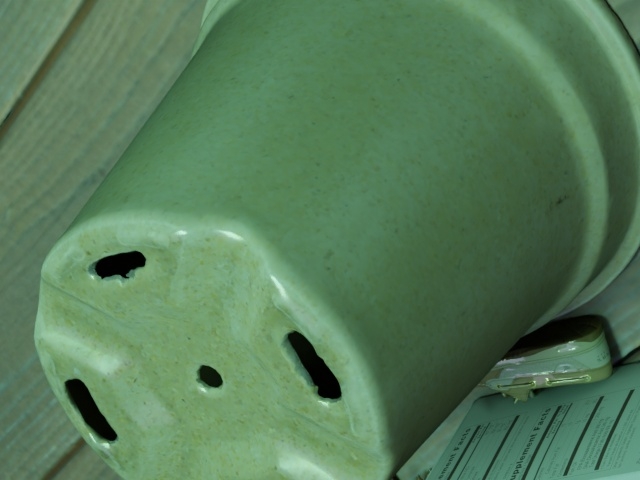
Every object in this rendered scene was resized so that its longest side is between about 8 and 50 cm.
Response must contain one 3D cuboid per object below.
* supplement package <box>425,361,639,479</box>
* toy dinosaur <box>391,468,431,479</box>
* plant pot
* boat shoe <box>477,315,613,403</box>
[{"bbox_3d":[0.206,0.174,1.109,0.244,0.134,0.139,-17,112,39],"label":"supplement package"},{"bbox_3d":[0.033,0.205,1.307,0.112,0.064,0.211,4,131,44],"label":"toy dinosaur"},{"bbox_3d":[0.000,0.000,0.989,0.333,0.305,0.334,16,129,21],"label":"plant pot"},{"bbox_3d":[0.140,0.090,1.145,0.135,0.050,0.045,-15,109,38],"label":"boat shoe"}]
